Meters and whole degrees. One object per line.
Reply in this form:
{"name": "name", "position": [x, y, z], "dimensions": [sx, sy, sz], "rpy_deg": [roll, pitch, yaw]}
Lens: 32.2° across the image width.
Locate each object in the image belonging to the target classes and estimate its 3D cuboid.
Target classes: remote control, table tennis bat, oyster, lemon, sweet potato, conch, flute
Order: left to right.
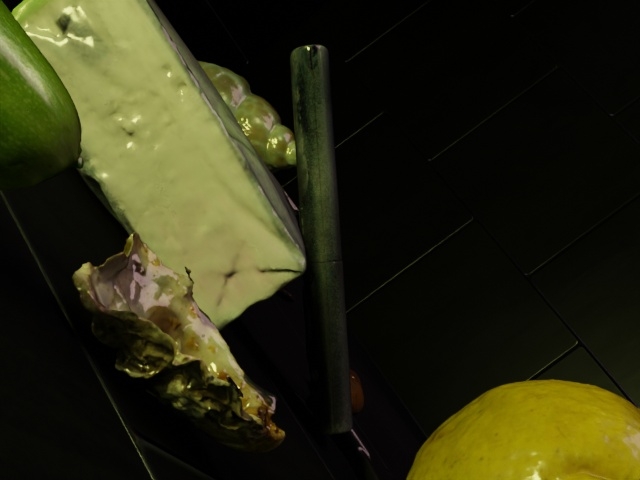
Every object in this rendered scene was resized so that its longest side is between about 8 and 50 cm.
{"name": "oyster", "position": [-0.074, 0.065, 0.599], "dimensions": [0.148, 0.051, 0.103], "rpy_deg": [45, 13, -7]}
{"name": "conch", "position": [-0.112, -0.126, 1.247], "dimensions": [0.173, 0.116, 0.106], "rpy_deg": [37, 24, -19]}
{"name": "flute", "position": [-0.070, 0.076, 1.776], "dimensions": [0.014, 0.014, 0.269], "rpy_deg": [54, 1, 14]}
{"name": "remote control", "position": [0.000, 0.000, 1.113], "dimensions": [0.107, 0.044, 0.377], "rpy_deg": [-10, 97, -88]}
{"name": "sweet potato", "position": [0.023, 0.179, 1.352], "dimensions": [0.065, 0.051, 0.218], "rpy_deg": [50, 0, 2]}
{"name": "table tennis bat", "position": [0.063, 0.259, 1.199], "dimensions": [0.236, 0.027, 0.150], "rpy_deg": [55, 1, -2]}
{"name": "lemon", "position": [0.204, 0.259, 1.023], "dimensions": [0.316, 0.285, 0.285], "rpy_deg": [-7, -55, 54]}

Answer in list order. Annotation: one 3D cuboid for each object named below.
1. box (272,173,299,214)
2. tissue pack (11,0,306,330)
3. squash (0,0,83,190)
{"name": "box", "position": [-0.123, -0.073, 1.404], "dimensions": [0.177, 0.115, 0.036], "rpy_deg": [53, 0, 7]}
{"name": "tissue pack", "position": [-0.135, -0.090, 1.001], "dimensions": [0.288, 0.124, 0.394], "rpy_deg": [58, 0, -8]}
{"name": "squash", "position": [-0.203, -0.129, 0.428], "dimensions": [0.292, 0.082, 0.082], "rpy_deg": [55, 0, -24]}
